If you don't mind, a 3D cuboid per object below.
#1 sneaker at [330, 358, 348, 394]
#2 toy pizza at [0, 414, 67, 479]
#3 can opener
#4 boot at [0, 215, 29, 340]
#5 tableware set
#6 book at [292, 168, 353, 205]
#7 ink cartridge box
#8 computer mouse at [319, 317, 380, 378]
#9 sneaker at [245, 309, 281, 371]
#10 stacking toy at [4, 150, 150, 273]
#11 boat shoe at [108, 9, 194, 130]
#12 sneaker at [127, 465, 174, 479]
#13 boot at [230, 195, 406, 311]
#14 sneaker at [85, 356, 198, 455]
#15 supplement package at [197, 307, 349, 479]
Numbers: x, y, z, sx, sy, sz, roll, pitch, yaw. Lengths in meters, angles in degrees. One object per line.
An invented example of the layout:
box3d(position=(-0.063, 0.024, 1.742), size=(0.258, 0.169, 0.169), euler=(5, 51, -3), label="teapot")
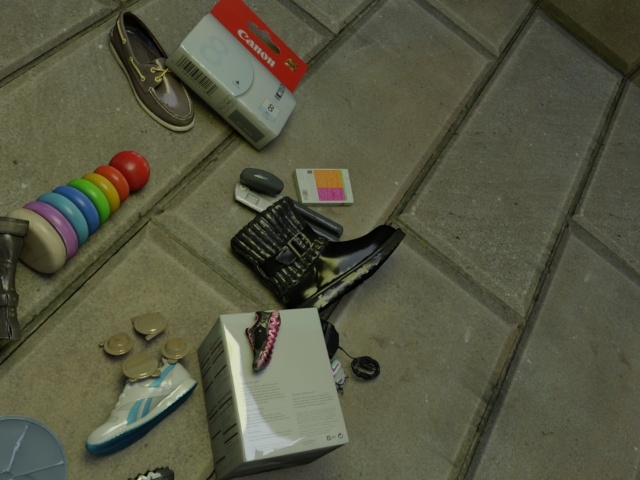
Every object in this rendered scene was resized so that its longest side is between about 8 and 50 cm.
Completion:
box3d(position=(0.022, 0.304, 1.388), size=(0.098, 0.038, 0.069), euler=(-31, 77, -35), label="sneaker")
box3d(position=(-0.517, 0.387, 1.059), size=(0.201, 0.032, 0.201), euler=(9, 76, -38), label="toy pizza")
box3d(position=(-0.069, -0.076, 1.533), size=(0.283, 0.095, 0.076), euler=(28, 54, -8), label="can opener")
box3d(position=(-0.625, 0.068, 1.163), size=(0.091, 0.263, 0.229), euler=(11, 83, -60), label="boot")
box3d(position=(-0.335, 0.202, 1.249), size=(0.141, 0.020, 0.168), euler=(-24, 44, -36), label="tableware set")
box3d(position=(0.008, -0.133, 1.645), size=(0.144, 0.035, 0.096), euler=(-1, 65, -26), label="book")
box3d(position=(-0.176, -0.462, 1.659), size=(0.308, 0.091, 0.385), euler=(41, 48, -20), label="ink cartridge box")
box3d(position=(0.039, 0.238, 1.406), size=(0.242, 0.041, 0.071), euler=(38, 49, -28), label="computer mouse")
box3d(position=(-0.109, 0.176, 1.156), size=(0.057, 0.047, 0.119), euler=(9, 54, 7), label="sneaker")
box3d(position=(-0.475, -0.080, 1.334), size=(0.141, 0.141, 0.330), euler=(39, 46, 0), label="stacking toy")
box3d(position=(-0.402, -0.410, 1.568), size=(0.116, 0.097, 0.324), euler=(-25, 75, -35), label="boat shoe")
box3d(position=(-0.343, 0.473, 1.093), size=(0.234, 0.078, 0.106), euler=(-23, 77, -30), label="sneaker")
box3d(position=(0.000, -0.001, 1.469), size=(0.348, 0.131, 0.260), euler=(-34, 80, -22), label="boot")
box3d(position=(-0.338, 0.304, 1.195), size=(0.092, 0.087, 0.228), euler=(44, 46, 13), label="sneaker")
box3d(position=(-0.101, 0.290, 1.238), size=(0.199, 0.198, 0.263), euler=(-2, 63, -26), label="supplement package")
